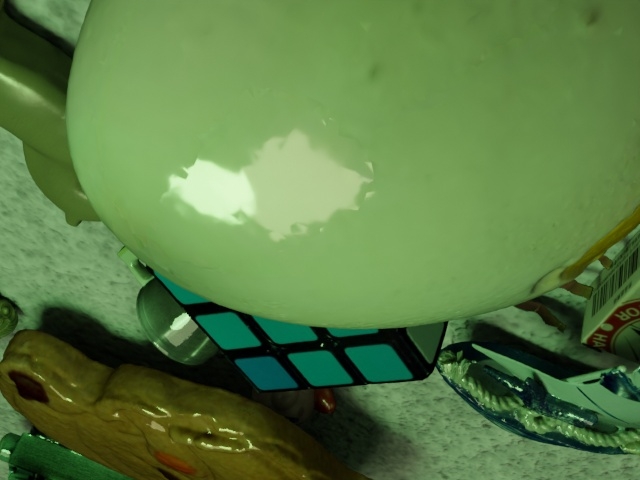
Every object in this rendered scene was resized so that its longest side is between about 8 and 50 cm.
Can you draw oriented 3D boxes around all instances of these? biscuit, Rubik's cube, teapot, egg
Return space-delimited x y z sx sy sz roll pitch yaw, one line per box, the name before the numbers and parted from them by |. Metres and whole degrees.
biscuit | -0.145 0.234 1.212 0.455 0.078 0.349 14 156 20
Rubik's cube | 0.000 0.000 0.804 0.161 0.163 0.162 -10 134 36
teapot | -0.121 0.047 1.003 0.124 0.092 0.091 33 125 -28
egg | 0.041 -0.096 0.551 0.283 0.345 0.283 41 146 37

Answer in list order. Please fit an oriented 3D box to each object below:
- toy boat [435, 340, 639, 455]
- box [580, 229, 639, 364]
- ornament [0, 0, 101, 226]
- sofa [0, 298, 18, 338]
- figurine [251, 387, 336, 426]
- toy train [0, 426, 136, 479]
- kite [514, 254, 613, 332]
toy boat | 0.195 0.120 0.915 0.210 0.070 0.291 12 164 15
box | 0.357 0.006 0.763 0.214 0.069 0.353 21 145 -3
ornament | -0.208 -0.106 0.864 0.230 0.061 0.245 34 140 -22
sofa | -0.467 0.078 1.108 0.200 0.182 0.258 -1 140 21
figurine | -0.037 0.161 1.128 0.071 0.067 0.083 -6 159 -33
toy train | -0.298 0.316 1.425 0.248 0.101 0.159 22 157 -3
kite | 0.049 -0.017 0.903 0.360 0.022 0.204 22 143 2
